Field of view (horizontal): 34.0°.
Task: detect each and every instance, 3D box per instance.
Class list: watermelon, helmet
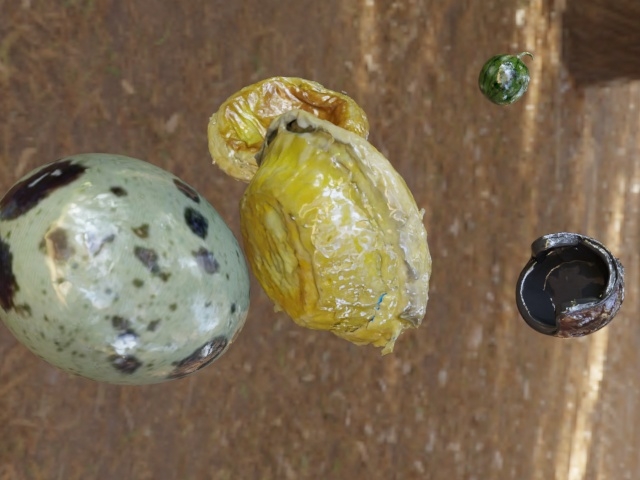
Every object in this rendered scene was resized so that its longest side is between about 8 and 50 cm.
[{"bbox_3d":[0.347,-0.309,1.978,0.109,0.109,0.109,2,90,-67],"label":"watermelon"},{"bbox_3d":[0.481,0.091,2.011,0.193,0.216,0.189,20,48,-45],"label":"helmet"}]

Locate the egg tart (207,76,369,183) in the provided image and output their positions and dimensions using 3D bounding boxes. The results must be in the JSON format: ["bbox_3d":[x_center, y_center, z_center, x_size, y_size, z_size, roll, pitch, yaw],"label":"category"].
[{"bbox_3d":[-0.069,-0.201,2.177,0.150,0.352,0.352,84,23,-43],"label":"egg tart"}]

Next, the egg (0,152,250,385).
[{"bbox_3d":[-0.251,0.045,1.348,0.379,0.288,0.287,33,59,-37],"label":"egg"}]

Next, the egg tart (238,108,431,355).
[{"bbox_3d":[0.000,0.000,1.538,0.169,0.388,0.387,-26,121,-28],"label":"egg tart"}]
